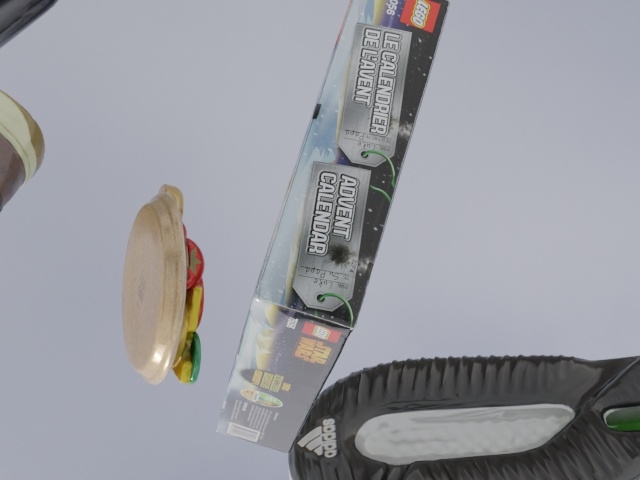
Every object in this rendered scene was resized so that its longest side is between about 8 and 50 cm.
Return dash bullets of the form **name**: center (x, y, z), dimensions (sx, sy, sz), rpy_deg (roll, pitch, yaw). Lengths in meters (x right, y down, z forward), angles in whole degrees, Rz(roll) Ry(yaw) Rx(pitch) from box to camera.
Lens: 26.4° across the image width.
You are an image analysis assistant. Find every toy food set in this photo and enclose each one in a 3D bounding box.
- **toy food set**: center (-0.066, 0.021, 0.573), dimensions (0.020, 0.083, 0.083), rpy_deg (4, -77, -22)

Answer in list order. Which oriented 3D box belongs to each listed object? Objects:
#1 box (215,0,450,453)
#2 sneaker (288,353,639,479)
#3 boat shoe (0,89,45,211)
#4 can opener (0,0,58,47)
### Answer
- **box**: center (0.000, 0.000, 0.390), dimensions (0.027, 0.137, 0.094), rpy_deg (17, -112, -1)
- **sneaker**: center (0.211, 0.191, 0.741), dimensions (0.447, 0.258, 0.169), rpy_deg (-1, -147, 2)
- **boat shoe**: center (-0.255, -0.077, 0.706), dimensions (0.223, 0.080, 0.073), rpy_deg (27, -136, -4)
- **can opener**: center (-0.164, -0.057, 0.470), dimensions (0.186, 0.059, 0.073), rpy_deg (-22, -138, 18)
